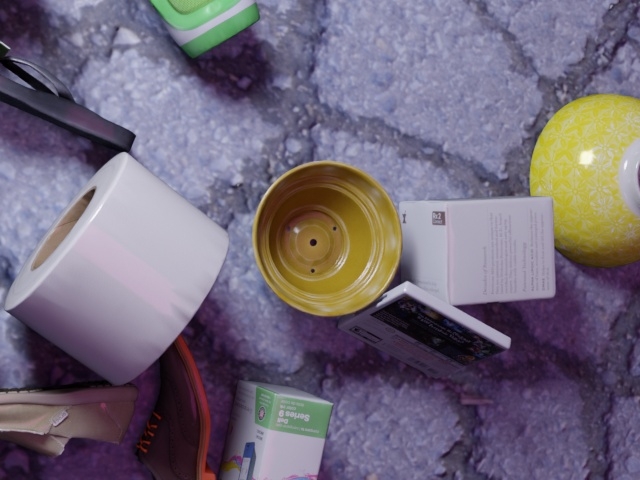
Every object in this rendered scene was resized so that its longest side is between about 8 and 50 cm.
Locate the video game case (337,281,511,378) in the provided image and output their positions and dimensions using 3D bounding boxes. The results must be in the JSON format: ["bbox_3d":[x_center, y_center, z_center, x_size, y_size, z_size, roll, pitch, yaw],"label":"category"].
[{"bbox_3d":[0.148,0.133,1.575,0.190,0.173,0.022,29,56,-21],"label":"video game case"}]

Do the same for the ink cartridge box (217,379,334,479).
[{"bbox_3d":[-0.070,0.309,1.491,0.093,0.154,0.213,12,87,-23],"label":"ink cartridge box"}]

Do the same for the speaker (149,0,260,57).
[{"bbox_3d":[-0.200,-0.397,1.440,0.131,0.131,0.297,-35,104,-19],"label":"speaker"}]

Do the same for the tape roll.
[{"bbox_3d":[-0.254,0.034,1.361,0.169,0.246,0.246,39,77,-20],"label":"tape roll"}]

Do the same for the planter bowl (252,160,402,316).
[{"bbox_3d":[0.000,0.000,1.544,0.217,0.090,0.217,1,86,-16],"label":"planter bowl"}]

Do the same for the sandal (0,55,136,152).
[{"bbox_3d":[-0.353,-0.187,1.401,0.254,0.097,0.055,25,83,-32],"label":"sandal"}]

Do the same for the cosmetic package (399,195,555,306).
[{"bbox_3d":[0.229,0.012,1.614,0.183,0.151,0.152,-3,93,-22],"label":"cosmetic package"}]

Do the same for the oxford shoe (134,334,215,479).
[{"bbox_3d":[-0.202,0.260,1.469,0.098,0.097,0.271,-7,94,-17],"label":"oxford shoe"}]

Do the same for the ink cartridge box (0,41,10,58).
[{"bbox_3d":[-0.459,-0.315,1.339,0.209,0.109,0.062,36,78,-19],"label":"ink cartridge box"}]

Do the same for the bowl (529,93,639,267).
[{"bbox_3d":[0.494,-0.098,1.723,0.289,0.156,0.290,0,90,-23],"label":"bowl"}]

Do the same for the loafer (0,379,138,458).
[{"bbox_3d":[-0.362,0.233,1.395,0.268,0.102,0.092,-2,86,-24],"label":"loafer"}]
